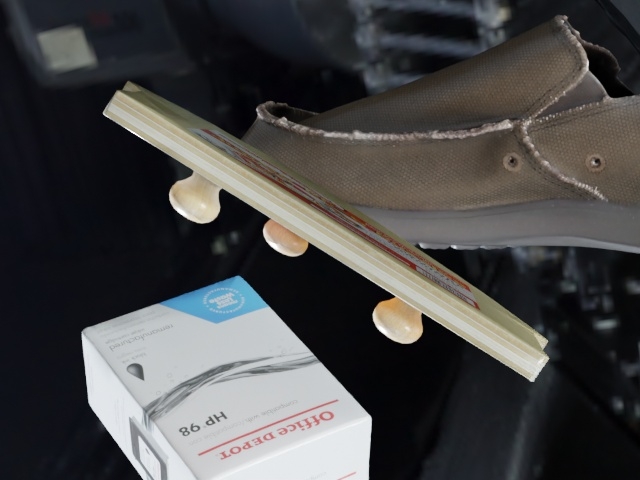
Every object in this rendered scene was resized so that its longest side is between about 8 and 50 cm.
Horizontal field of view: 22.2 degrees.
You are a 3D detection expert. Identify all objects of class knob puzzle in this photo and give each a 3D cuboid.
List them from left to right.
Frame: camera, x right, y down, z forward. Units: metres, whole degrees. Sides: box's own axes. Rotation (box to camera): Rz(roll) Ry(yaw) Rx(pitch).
[{"bbox_3d":[0.000,0.000,0.635,0.030,0.213,0.213,-59,-144,4],"label":"knob puzzle"}]

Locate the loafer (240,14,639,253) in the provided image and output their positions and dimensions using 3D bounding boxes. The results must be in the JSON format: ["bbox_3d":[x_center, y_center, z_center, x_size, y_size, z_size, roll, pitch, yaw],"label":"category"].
[{"bbox_3d":[0.125,-0.063,0.929,0.366,0.130,0.134,3,-173,16],"label":"loafer"}]

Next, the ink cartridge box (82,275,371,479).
[{"bbox_3d":[-0.043,0.102,0.882,0.104,0.060,0.180,-19,-139,-26],"label":"ink cartridge box"}]

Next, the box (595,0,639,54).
[{"bbox_3d":[0.230,-0.163,0.493,0.212,0.293,0.395,12,-143,-41],"label":"box"}]
